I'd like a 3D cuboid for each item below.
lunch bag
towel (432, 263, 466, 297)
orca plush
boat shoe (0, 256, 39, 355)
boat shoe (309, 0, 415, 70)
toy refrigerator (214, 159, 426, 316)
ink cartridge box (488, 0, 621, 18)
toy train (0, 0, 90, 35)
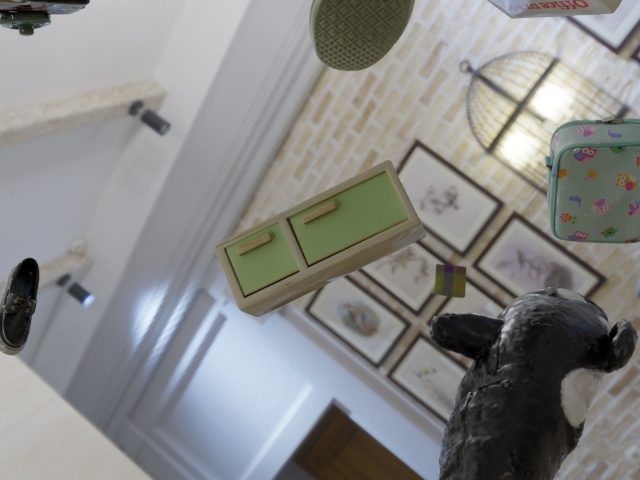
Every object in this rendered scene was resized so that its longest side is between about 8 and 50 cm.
[{"bbox_3d":[0.565,-0.122,1.572,0.108,0.224,0.279,-74,-20,-44],"label":"lunch bag"},{"bbox_3d":[0.242,0.075,1.452,0.083,0.009,0.060,7,-94,-35],"label":"towel"},{"bbox_3d":[0.093,0.098,0.480,0.287,0.102,0.151,-44,-9,-36],"label":"orca plush"},{"bbox_3d":[-0.399,0.083,1.027,0.040,0.049,0.142,-43,40,34],"label":"boat shoe"},{"bbox_3d":[0.085,-0.512,1.378,0.500,0.186,0.156,99,175,-52],"label":"boat shoe"},{"bbox_3d":[0.000,0.000,1.073,0.269,0.102,0.094,-25,-16,7],"label":"toy refrigerator"},{"bbox_3d":[0.165,-0.309,0.719,0.100,0.237,0.172,-61,24,3],"label":"ink cartridge box"},{"bbox_3d":[-0.480,-0.367,1.069,0.334,0.190,0.142,-8,-83,-38],"label":"toy train"}]
